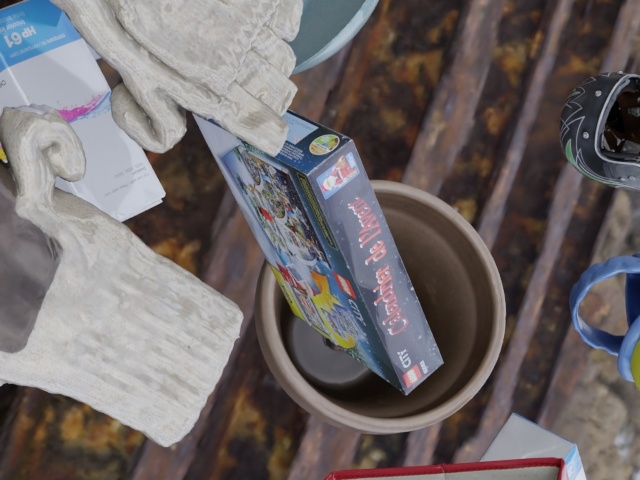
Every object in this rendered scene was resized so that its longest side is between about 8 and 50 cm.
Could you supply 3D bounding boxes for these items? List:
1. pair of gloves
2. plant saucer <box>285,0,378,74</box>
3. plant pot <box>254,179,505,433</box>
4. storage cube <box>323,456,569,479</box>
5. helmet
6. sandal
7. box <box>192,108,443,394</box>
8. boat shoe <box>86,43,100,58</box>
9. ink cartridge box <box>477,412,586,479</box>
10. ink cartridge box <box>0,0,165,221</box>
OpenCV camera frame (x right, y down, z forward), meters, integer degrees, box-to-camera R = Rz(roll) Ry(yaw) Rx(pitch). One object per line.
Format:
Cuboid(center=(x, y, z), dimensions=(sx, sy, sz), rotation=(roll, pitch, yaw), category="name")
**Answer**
Cuboid(center=(-0.101, -0.049, 0.468), dimensions=(0.204, 0.042, 0.240), rotation=(28, 74, -39), category="pair of gloves")
Cuboid(center=(0.003, -0.222, 1.052), dimensions=(0.037, 0.195, 0.195), rotation=(38, 73, -32), category="plant saucer")
Cuboid(center=(0.043, 0.093, 1.225), dimensions=(0.263, 0.263, 0.229), rotation=(-58, -178, -21), category="plant pot")
Cuboid(center=(0.081, 0.277, 0.738), dimensions=(0.215, 0.184, 0.193), rotation=(-41, 119, -63), category="storage cube")
Cuboid(center=(0.415, -0.156, 1.561), dimensions=(0.169, 0.162, 0.169), rotation=(-60, 175, -9), category="helmet")
Cuboid(center=(0.348, 0.044, 1.045), dimensions=(0.317, 0.138, 0.126), rotation=(-18, 126, -44), category="sandal")
Cuboid(center=(0.000, 0.000, 0.872), dimensions=(0.044, 0.159, 0.233), rotation=(-39, 130, -18), category="box")
Cuboid(center=(-0.120, -0.208, 0.812), dimensions=(0.095, 0.084, 0.258), rotation=(-57, 169, 31), category="boat shoe")
Cuboid(center=(0.214, 0.299, 1.138), dimensions=(0.134, 0.078, 0.231), rotation=(-50, 140, -21), category="ink cartridge box")
Cuboid(center=(-0.148, -0.057, 0.591), dimensions=(0.052, 0.088, 0.122), rotation=(-35, 101, -39), category="ink cartridge box")
